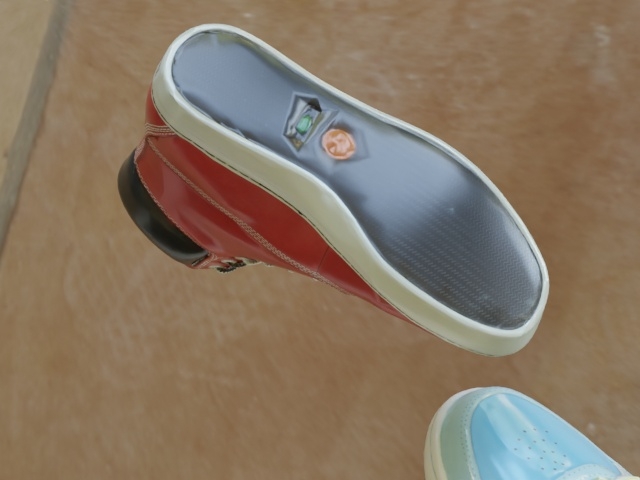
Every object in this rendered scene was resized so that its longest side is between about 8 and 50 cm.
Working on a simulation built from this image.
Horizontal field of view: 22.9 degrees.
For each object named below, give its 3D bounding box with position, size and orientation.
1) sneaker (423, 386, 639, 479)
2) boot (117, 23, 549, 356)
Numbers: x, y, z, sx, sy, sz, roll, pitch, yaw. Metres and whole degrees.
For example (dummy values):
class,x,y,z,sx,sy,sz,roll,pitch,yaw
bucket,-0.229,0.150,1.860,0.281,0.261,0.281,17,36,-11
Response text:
class,x,y,z,sx,sy,sz,roll,pitch,yaw
sneaker,0.193,0.160,0.808,0.127,0.208,0.319,-27,64,-33
boot,0.000,0.000,0.889,0.244,0.176,0.088,35,59,1
